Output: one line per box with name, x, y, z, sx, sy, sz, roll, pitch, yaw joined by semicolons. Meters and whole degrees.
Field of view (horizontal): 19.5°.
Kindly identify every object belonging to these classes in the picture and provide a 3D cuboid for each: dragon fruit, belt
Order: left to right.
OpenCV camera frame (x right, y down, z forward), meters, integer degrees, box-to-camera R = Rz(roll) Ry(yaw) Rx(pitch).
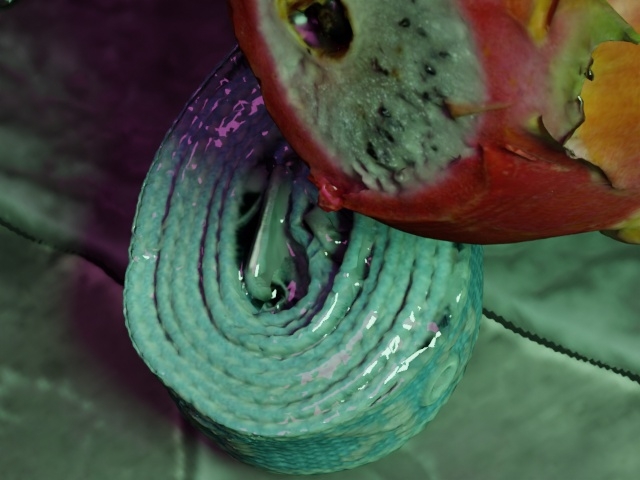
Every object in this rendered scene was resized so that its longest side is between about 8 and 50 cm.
belt;-0.002;0.008;0.740;0.148;0.082;0.163;32;78;21
dragon fruit;0.075;-0.108;0.633;0.224;0.224;0.227;32;41;12

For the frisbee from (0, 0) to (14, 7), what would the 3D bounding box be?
frisbee;-0.198;-0.112;0.822;0.187;0.012;0.211;34;80;13
